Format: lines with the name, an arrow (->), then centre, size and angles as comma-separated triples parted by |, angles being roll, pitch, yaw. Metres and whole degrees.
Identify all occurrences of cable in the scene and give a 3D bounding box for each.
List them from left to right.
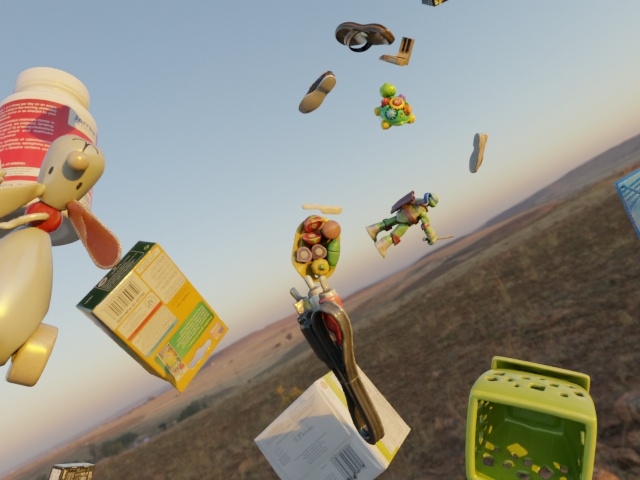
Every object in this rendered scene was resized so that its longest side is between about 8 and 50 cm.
cable -> 0.047, 0.184, 0.756 | 0.072, 0.287, 0.139 | -34, 3, -33

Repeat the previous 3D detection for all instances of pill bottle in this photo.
pill bottle -> -0.672, -0.208, 1.177 | 0.229, 0.407, 0.229 | -7, -25, -3

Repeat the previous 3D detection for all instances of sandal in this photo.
sandal -> 0.109, -0.537, 1.299 | 0.090, 0.219, 0.060 | 24, -87, -45

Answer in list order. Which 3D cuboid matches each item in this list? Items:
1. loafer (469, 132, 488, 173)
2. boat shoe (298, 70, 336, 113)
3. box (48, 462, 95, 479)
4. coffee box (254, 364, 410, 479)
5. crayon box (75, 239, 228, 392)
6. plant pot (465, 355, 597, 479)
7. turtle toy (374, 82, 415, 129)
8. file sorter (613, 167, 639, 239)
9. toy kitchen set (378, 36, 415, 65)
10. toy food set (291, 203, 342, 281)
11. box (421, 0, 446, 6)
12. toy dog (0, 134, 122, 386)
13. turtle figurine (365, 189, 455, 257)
loafer -> 0.485, -0.265, 1.472 | 0.039, 0.125, 0.045 | -6, 27, -16
boat shoe -> -0.010, -0.368, 1.198 | 0.046, 0.038, 0.125 | 24, -51, -30
box -> -0.339, 0.342, 0.641 | 0.018, 0.083, 0.067 | 4, -20, 15
coffee box -> 0.049, 0.675, 1.682 | 0.337, 0.338, 0.334 | -46, -16, 18
crayon box -> -0.381, 0.184, 1.144 | 0.083, 0.322, 0.203 | 5, 47, 38
plant pot -> 0.442, 0.380, 1.012 | 0.227, 0.228, 0.207 | 6, 20, 28
turtle toy -> 0.191, -0.353, 1.264 | 0.095, 0.130, 0.066 | -16, -25, -9
file sorter -> 0.546, -0.068, 0.683 | 0.170, 0.118, 0.104 | -33, 19, 10
toy kitchen set -> 0.209, -0.535, 1.353 | 0.083, 0.068, 0.075 | -27, -44, -56
toy food set -> 0.000, 0.000, 1.263 | 0.128, 0.217, 0.071 | 11, -10, -16
box -> 0.311, -0.659, 1.262 | 0.083, 0.052, 0.062 | -30, -46, -15
toy dog -> -0.364, 0.024, 0.583 | 0.220, 0.333, 0.161 | 3, 1, -33
turtle figurine -> 0.316, -0.043, 1.702 | 0.266, 0.197, 0.275 | -32, -13, 9
